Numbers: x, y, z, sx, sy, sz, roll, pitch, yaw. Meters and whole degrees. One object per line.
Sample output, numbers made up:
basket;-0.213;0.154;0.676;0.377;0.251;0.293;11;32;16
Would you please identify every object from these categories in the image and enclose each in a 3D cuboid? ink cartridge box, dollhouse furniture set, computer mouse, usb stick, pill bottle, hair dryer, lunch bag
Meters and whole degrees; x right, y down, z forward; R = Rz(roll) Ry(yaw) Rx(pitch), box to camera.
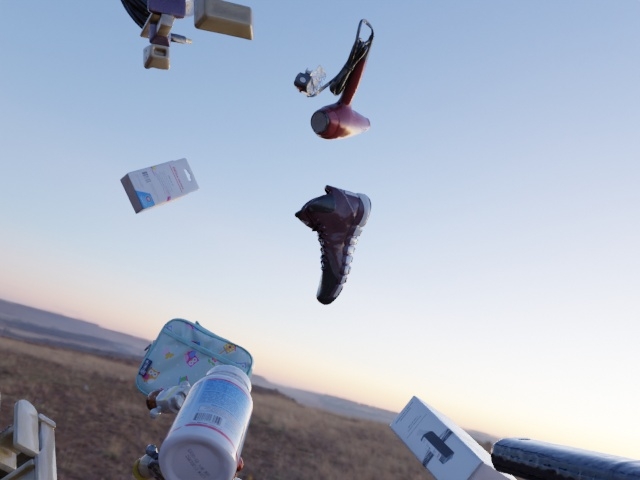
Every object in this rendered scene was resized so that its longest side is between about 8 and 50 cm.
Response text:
ink cartridge box;-0.438;-0.153;1.447;0.181;0.104;0.062;-26;4;-41
dollhouse furniture set;-0.132;-0.209;0.557;0.114;0.090;0.081;1;-5;-28
computer mouse;-0.250;-0.403;0.867;0.060;0.184;0.262;-37;-1;21
usb stick;0.287;0.247;0.561;0.077;0.045;0.278;-4;-12;-18
pill bottle;-0.131;0.221;0.640;0.087;0.087;0.160;15;17;-1
hair dryer;0.067;-0.322;1.185;0.080;0.224;0.293;47;-7;25
lunch bag;-0.323;0.335;1.370;0.279;0.224;0.108;25;-17;4
ink cartridge box;0.332;0.538;1.317;0.197;0.114;0.273;39;-1;-32
dollhouse furniture set;-0.531;0.320;0.804;0.161;0.212;0.242;51;-8;48

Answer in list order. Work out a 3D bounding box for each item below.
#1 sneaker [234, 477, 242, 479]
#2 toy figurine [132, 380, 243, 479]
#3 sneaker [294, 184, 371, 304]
sneaker;-0.228;0.701;1.348;0.152;0.114;0.305;-16;-59;4
toy figurine;-0.277;0.409;1.121;0.148;0.212;0.210;-18;-26;41
sneaker;0.000;0.000;1.239;0.163;0.281;0.106;21;-6;-18
